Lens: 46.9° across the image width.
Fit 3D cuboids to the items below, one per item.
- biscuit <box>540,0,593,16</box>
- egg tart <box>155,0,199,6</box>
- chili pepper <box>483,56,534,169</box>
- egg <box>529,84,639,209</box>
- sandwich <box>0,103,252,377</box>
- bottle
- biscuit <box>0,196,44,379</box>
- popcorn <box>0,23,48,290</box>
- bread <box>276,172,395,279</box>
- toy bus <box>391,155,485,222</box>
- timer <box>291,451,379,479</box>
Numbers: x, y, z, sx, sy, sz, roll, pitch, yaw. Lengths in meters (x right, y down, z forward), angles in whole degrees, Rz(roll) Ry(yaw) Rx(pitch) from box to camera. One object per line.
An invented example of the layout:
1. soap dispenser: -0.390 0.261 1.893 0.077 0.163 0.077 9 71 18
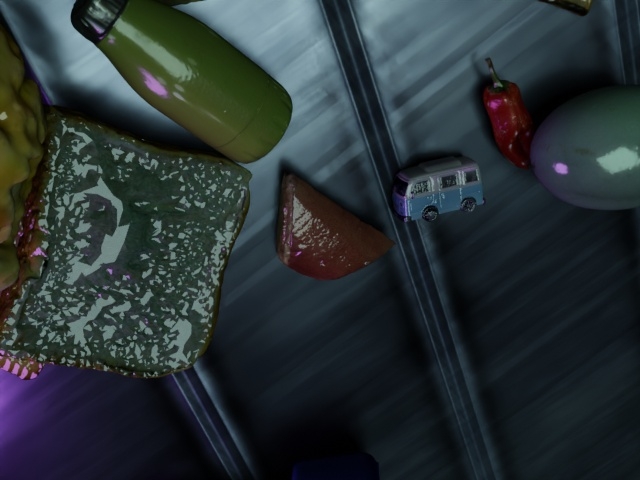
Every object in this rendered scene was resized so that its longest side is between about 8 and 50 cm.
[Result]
1. biscuit: 0.329 -0.343 0.964 0.083 0.018 0.081 11 111 -20
2. egg tart: -0.169 -0.402 0.741 0.345 0.132 0.346 -5 117 -10
3. chili pepper: 0.259 -0.165 1.011 0.059 0.050 0.191 -42 127 -12
4. egg: 0.397 -0.124 1.000 0.230 0.168 0.168 -9 117 -10
5. sandwich: -0.237 0.015 0.899 0.271 0.099 0.301 13 96 -24
6. bottle: -0.155 -0.194 0.835 0.260 0.112 0.112 33 103 -34
7. biscuit: -0.384 0.049 0.948 0.172 0.029 0.255 33 101 -23
8. popcorn: -0.456 -0.094 0.708 0.390 0.354 0.344 13 144 23
9. bread: 0.000 0.000 1.010 0.192 0.067 0.119 31 104 -25
10. toy bus: 0.160 -0.073 1.024 0.122 0.060 0.075 -13 113 -11
11. timer: -0.101 0.459 1.125 0.383 0.270 0.271 1 115 0
